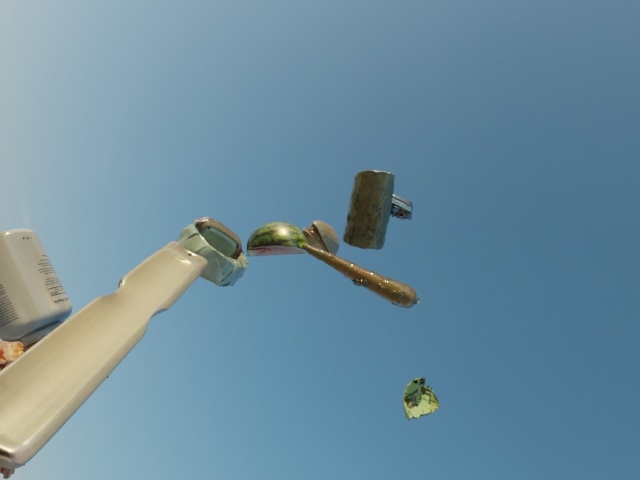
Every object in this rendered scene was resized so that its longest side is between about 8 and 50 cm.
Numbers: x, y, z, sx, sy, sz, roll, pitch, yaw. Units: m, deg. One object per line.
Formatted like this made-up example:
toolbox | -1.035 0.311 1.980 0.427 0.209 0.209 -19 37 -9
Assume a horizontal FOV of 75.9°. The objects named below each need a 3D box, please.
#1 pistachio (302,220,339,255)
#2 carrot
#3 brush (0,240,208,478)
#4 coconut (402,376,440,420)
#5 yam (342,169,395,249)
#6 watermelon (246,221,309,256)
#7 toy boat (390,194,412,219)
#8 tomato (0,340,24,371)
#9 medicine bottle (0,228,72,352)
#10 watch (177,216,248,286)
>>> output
pistachio | 0.000 0.000 1.418 0.124 0.185 0.125 -11 -118 22
carrot | 0.078 0.067 0.798 0.254 0.049 0.049 27 -59 -2
brush | -0.199 0.083 0.405 0.060 0.321 0.050 31 -68 -5
coconut | 0.311 0.506 1.312 0.055 0.158 0.133 -26 -126 50
yam | 0.121 -0.081 1.008 0.107 0.107 0.194 23 -68 41
watermelon | -0.106 0.005 0.982 0.163 0.069 0.087 -4 -73 4
toy boat | 0.226 -0.122 1.486 0.223 0.100 0.097 22 -108 17
tomato | -0.799 0.343 1.099 0.199 0.227 0.112 35 -39 39
medicine bottle | -0.700 0.130 0.970 0.157 0.157 0.289 -23 -88 44
watch | -0.327 0.046 1.281 0.162 0.253 0.241 -51 -139 1
